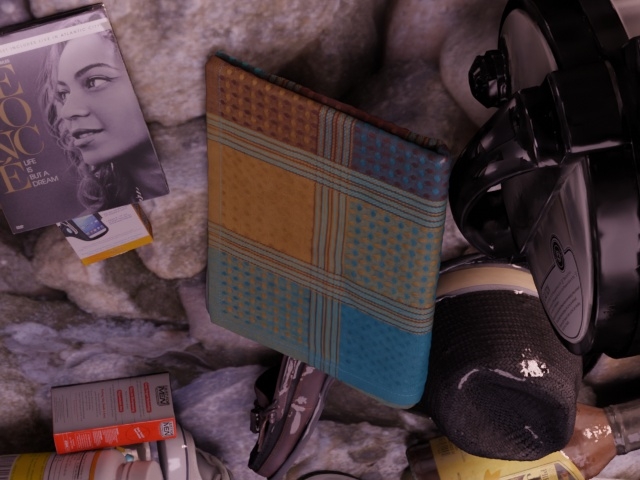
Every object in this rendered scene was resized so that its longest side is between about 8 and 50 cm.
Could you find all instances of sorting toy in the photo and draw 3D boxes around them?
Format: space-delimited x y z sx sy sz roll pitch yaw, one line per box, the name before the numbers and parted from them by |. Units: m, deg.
sorting toy | -0.251 0.263 1.799 0.075 0.045 0.083 -4 137 0

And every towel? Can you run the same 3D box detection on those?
towel | 0.000 0.000 1.474 0.271 0.040 0.370 24 138 19

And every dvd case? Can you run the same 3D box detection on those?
dvd case | -0.253 -0.112 1.394 0.164 0.018 0.221 -14 129 1

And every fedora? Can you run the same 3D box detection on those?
fedora | 0.211 0.164 1.727 0.334 0.152 0.334 -7 137 -7

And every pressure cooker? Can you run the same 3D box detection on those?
pressure cooker | 0.326 -0.081 1.352 0.420 0.375 0.370 -10 122 -4

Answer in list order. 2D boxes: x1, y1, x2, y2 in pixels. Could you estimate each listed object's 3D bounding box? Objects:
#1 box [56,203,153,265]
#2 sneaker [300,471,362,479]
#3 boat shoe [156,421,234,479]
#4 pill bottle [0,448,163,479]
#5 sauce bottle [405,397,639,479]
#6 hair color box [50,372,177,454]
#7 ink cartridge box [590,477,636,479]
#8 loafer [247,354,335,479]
box | -0.234 -0.036 1.495 0.081 0.028 0.136 -19 135 6
sneaker | 0.104 0.423 1.953 0.295 0.178 0.124 17 129 -29
boat shoe | -0.152 0.308 1.831 0.088 0.096 0.267 -12 139 -8
pill bottle | -0.297 0.306 1.714 0.215 0.117 0.117 -4 138 8
sauce bottle | 0.288 0.274 1.893 0.344 0.111 0.111 -17 137 4
hair color box | -0.243 0.203 1.712 0.141 0.072 0.043 -7 136 -6
ink cartridge box | 0.421 0.449 2.104 0.353 0.119 0.207 7 134 -21
loafer | -0.033 0.156 1.711 0.095 0.109 0.302 22 122 -10
